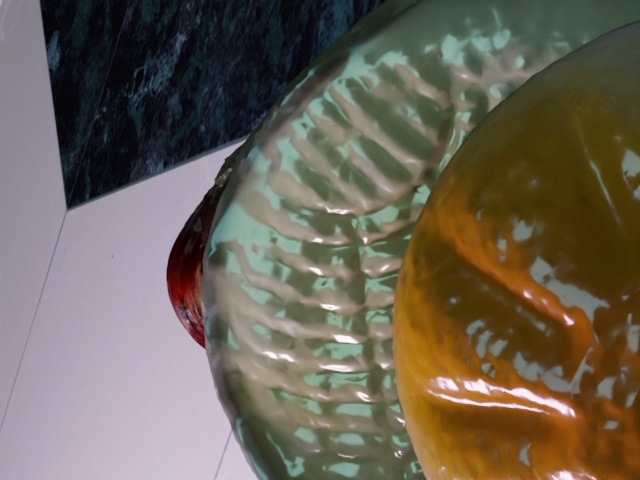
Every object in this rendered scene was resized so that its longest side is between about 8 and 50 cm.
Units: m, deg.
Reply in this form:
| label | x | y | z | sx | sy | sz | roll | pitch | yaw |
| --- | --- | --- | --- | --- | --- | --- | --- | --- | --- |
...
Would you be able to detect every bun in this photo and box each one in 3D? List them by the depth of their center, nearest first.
| label | x | y | z | sx | sy | sz | roll | pitch | yaw |
| --- | --- | --- | --- | --- | --- | --- | --- | --- | --- |
| bun | 0.174 | 0.052 | 0.564 | 0.165 | 0.299 | 0.299 | -26 | -44 | -72 |
| bun | 0.122 | 0.026 | 0.771 | 0.364 | 0.202 | 0.364 | 2 | 96 | 22 |

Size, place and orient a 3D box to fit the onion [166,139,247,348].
| label | x | y | z | sx | sy | sz | roll | pitch | yaw |
| --- | --- | --- | --- | --- | --- | --- | --- | --- | --- |
| onion | 0.000 | 0.000 | 1.061 | 0.246 | 0.190 | 0.246 | -44 | 18 | 18 |
